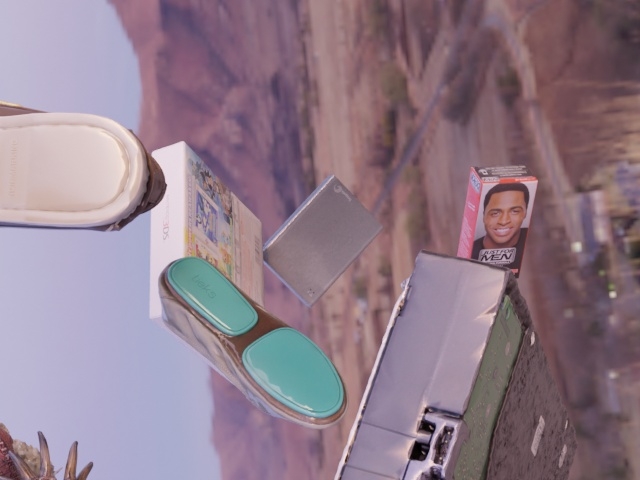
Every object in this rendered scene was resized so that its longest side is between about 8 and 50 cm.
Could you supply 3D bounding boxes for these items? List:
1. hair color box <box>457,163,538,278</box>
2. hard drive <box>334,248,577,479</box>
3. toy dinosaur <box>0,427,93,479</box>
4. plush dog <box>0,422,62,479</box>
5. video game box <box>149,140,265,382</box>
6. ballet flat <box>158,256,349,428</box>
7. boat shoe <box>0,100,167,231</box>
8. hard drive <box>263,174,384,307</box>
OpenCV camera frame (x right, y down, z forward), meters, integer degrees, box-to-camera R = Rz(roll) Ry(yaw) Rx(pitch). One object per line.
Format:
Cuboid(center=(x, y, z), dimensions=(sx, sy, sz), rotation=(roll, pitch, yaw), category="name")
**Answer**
Cuboid(center=(0.211, -0.020, 1.513), dimensions=(0.043, 0.072, 0.141), rotation=(-112, 22, -54), category="hair color box")
Cuboid(center=(0.084, 0.179, 0.785), dimensions=(0.339, 0.064, 0.236), rotation=(56, -129, -61), category="hard drive")
Cuboid(center=(-0.345, 0.236, 1.290), dimensions=(0.200, 0.295, 0.127), rotation=(-47, -4, 38), category="toy dinosaur")
Cuboid(center=(-0.446, 0.243, 1.466), dimensions=(0.225, 0.262, 0.210), rotation=(60, -172, -12), category="plush dog")
Cuboid(center=(-0.117, 0.028, 1.338), dimensions=(0.187, 0.048, 0.205), rotation=(52, -151, -53), category="video game box")
Cuboid(center=(-0.055, 0.092, 1.023), dimensions=(0.213, 0.072, 0.068), rotation=(40, 143, 30), category="ballet flat")
Cuboid(center=(-0.285, -0.064, 1.012), dimensions=(0.097, 0.325, 0.116), rotation=(27, -111, -79), category="boat shoe")
Cuboid(center=(0.000, 0.000, 1.520), dimensions=(0.094, 0.135, 0.022), rotation=(45, 170, -18), category="hard drive")
